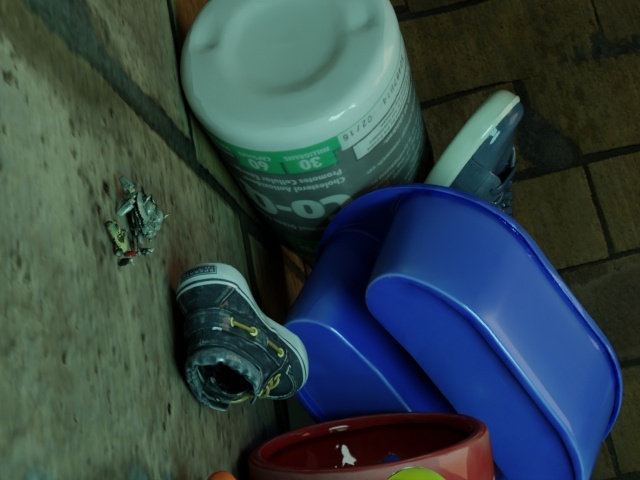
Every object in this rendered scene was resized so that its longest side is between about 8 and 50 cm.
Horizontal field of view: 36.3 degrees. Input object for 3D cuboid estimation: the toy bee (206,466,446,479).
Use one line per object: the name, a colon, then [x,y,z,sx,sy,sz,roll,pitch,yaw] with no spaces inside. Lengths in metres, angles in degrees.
toy bee: [-0.002,0.202,0.577,0.162,0.195,0.298,51,0,41]

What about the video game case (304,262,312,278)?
video game case: [0.000,0.000,1.417,0.204,0.025,0.285,60,18,-62]

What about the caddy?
caddy: [0.124,0.109,0.911,0.341,0.241,0.179,52,39,-12]

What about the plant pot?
plant pot: [0.045,0.236,0.764,0.191,0.191,0.174,-23,107,-82]

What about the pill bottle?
pill bottle: [0.009,-0.099,1.007,0.361,0.204,0.204,60,17,-61]

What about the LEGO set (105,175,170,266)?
LEGO set: [-0.115,-0.012,0.633,0.083,0.024,0.054,-94,167,-52]

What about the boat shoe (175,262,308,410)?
boat shoe: [-0.057,0.098,0.731,0.183,0.065,0.083,56,23,-51]

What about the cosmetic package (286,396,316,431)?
cosmetic package: [0.015,0.242,0.962,0.099,0.061,0.239,62,16,-58]

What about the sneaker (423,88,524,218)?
sneaker: [0.172,0.012,1.016,0.131,0.148,0.350,-42,155,-44]
